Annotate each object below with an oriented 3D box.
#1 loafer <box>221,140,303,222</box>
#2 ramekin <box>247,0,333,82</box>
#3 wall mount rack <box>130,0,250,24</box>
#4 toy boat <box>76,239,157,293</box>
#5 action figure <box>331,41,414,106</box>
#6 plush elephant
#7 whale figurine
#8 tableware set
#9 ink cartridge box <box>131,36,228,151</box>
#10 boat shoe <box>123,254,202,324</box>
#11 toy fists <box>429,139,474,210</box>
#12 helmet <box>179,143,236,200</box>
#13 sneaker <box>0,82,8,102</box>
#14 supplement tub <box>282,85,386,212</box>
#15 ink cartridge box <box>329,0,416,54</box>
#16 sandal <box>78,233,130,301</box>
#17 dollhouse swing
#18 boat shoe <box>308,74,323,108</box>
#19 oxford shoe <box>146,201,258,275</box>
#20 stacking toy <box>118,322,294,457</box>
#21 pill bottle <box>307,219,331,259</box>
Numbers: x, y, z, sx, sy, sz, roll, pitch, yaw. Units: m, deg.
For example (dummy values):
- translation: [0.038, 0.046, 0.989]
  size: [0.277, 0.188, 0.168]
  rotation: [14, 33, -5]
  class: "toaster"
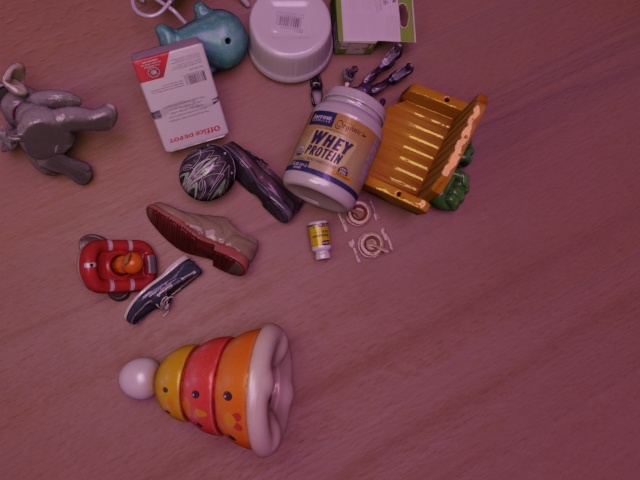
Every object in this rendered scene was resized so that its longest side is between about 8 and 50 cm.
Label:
- translation: [-0.177, -0.189, 1.690]
  size: [0.302, 0.109, 0.095]
  rotation: [48, 61, -6]
  class: "loafer"
- translation: [-0.093, -0.646, 1.714]
  size: [0.277, 0.135, 0.277]
  rotation: [1, 78, -4]
  class: "ramekin"
- translation: [-0.403, -0.770, 1.710]
  size: [0.304, 0.130, 0.350]
  rotation: [36, 80, 1]
  class: "wall mount rack"
- translation: [-0.546, 0.067, 1.532]
  size: [0.231, 0.151, 0.151]
  rotation: [0, 82, -47]
  class: "toy boat"
- translation: [0.159, -0.496, 1.764]
  size: [0.285, 0.099, 0.185]
  rotation: [-41, 100, -6]
  class: "action figure"
- translation: [-0.786, -0.340, 1.560]
  size: [0.330, 0.272, 0.255]
  rotation: [2, 41, -39]
  class: "plush elephant"
- translation: [-0.345, -0.594, 1.645]
  size: [0.272, 0.141, 0.216]
  rotation: [-12, 116, -27]
  class: "whale figurine"
- translation: [0.141, -0.037, 1.733]
  size: [0.128, 0.039, 0.194]
  rotation: [-22, 87, -10]
  class: "tableware set"
- translation: [-0.402, -0.420, 1.602]
  size: [0.197, 0.114, 0.273]
  rotation: [-19, 123, -9]
  class: "ink cartridge box"
- translation: [-0.455, 0.155, 1.607]
  size: [0.079, 0.095, 0.254]
  rotation: [42, 71, 10]
  class: "boat shoe"
- translation: [0.416, -0.235, 1.767]
  size: [0.142, 0.096, 0.279]
  rotation: [10, 81, -7]
  class: "toy fists"
- translation: [-0.330, -0.197, 1.621]
  size: [0.169, 0.161, 0.170]
  rotation: [0, 87, -3]
  class: "helmet"
- translation: [-1.043, -0.426, 1.597]
  size: [0.226, 0.086, 0.163]
  rotation: [-40, 92, -9]
  class: "sneaker"
- translation: [0.047, -0.265, 1.623]
  size: [0.228, 0.228, 0.316]
  rotation: [23, 81, -4]
  class: "supplement tub"
- translation: [0.168, -0.707, 1.790]
  size: [0.255, 0.097, 0.189]
  rotation: [-2, 83, -10]
  class: "ink cartridge box"
- translation: [-0.627, 0.077, 1.606]
  size: [0.090, 0.060, 0.219]
  rotation: [-26, 87, -10]
  class: "sandal"
- translation: [0.274, -0.292, 1.598]
  size: [0.315, 0.305, 0.347]
  rotation: [27, 87, 15]
  class: "dollhouse swing"
- translation: [-0.014, -0.482, 1.766]
  size: [0.046, 0.038, 0.125]
  rotation: [2, 83, -6]
  class: "boat shoe"
- translation: [-0.349, -0.026, 1.648]
  size: [0.348, 0.123, 0.130]
  rotation: [31, 54, -2]
  class: "oxford shoe"
- translation: [-0.331, 0.402, 1.528]
  size: [0.479, 0.350, 0.351]
  rotation: [-1, 83, 10]
  class: "stacking toy"
- translation: [0.000, 0.000, 1.698]
  size: [0.065, 0.065, 0.116]
  rotation: [-8, 85, -9]
  class: "pill bottle"
